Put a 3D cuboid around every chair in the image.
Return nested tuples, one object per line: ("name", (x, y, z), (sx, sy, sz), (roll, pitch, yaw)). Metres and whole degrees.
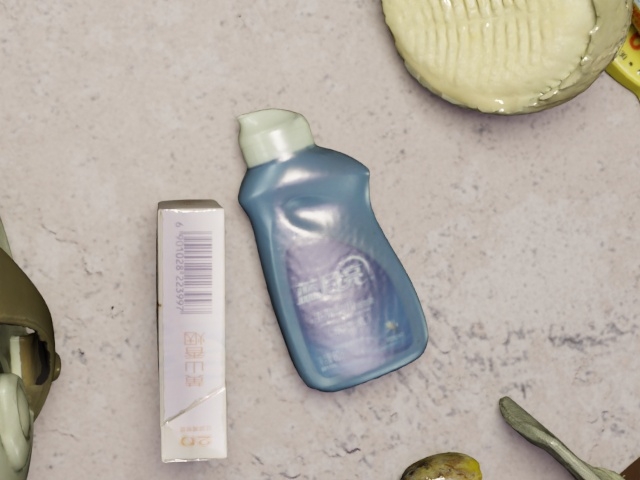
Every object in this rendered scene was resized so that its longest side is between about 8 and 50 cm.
("chair", (0.356, 0.257, 1.053), (0.186, 0.160, 0.319), (-35, 101, 1))

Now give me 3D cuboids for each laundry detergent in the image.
("laundry detergent", (0.000, 0.000, 0.999), (0.143, 0.094, 0.290), (-22, 99, -2))

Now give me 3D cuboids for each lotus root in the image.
("lotus root", (0.124, 0.255, 1.064), (0.099, 0.054, 0.049), (-12, 109, -8))

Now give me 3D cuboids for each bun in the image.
("bun", (0.186, -0.248, 0.945), (0.152, 0.259, 0.259), (-35, 103, -46))

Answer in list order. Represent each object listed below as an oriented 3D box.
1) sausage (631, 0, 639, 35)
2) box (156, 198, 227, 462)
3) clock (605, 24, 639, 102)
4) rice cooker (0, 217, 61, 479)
("sausage", (0.308, -0.272, 0.979), (0.082, 0.082, 0.371), (-36, 90, -4))
("box", (-0.125, 0.080, 0.959), (0.067, 0.149, 0.233), (-1, 96, -6))
("clock", (0.401, -0.278, 1.045), (0.277, 0.071, 0.293), (41, 88, -10))
("rice cooker", (-0.392, 0.090, 0.834), (0.325, 0.335, 0.335), (-8, 97, -7))
